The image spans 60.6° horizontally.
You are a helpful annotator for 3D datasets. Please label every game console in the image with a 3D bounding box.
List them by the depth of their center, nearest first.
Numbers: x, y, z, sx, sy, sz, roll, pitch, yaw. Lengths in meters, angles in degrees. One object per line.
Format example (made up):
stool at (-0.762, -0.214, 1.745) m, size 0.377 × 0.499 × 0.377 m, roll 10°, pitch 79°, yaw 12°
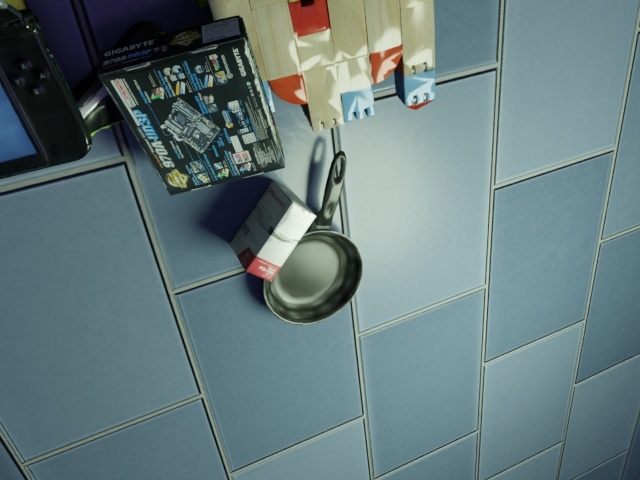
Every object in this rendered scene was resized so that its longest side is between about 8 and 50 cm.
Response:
game console at (-0.439, -0.143, 0.563) m, size 0.293 × 0.173 × 0.250 m, roll -13°, pitch 121°, yaw 4°

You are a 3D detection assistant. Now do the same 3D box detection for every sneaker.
sneaker at (-0.267, -0.182, 0.730) m, size 0.234 × 0.084 × 0.097 m, roll -46°, pitch 127°, yaw 3°

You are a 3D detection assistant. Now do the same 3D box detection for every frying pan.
frying pan at (-0.026, 0.012, 0.975) m, size 0.197 × 0.053 × 0.326 m, roll -21°, pitch 122°, yaw -14°

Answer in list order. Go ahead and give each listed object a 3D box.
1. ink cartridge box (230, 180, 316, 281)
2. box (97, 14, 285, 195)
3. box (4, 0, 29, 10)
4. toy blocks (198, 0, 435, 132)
ink cartridge box at (-0.080, -0.017, 0.902) m, size 0.056 × 0.099 × 0.135 m, roll 28°, pitch 102°, yaw -35°
box at (-0.154, -0.163, 0.712) m, size 0.175 × 0.051 × 0.220 m, roll -14°, pitch 143°, yaw 2°
box at (-0.390, -0.281, 0.630) m, size 0.087 × 0.058 × 0.232 m, roll -20°, pitch 124°, yaw -15°
toy blocks at (0.007, -0.280, 0.769) m, size 0.382 × 0.190 × 0.260 m, roll -16°, pitch 132°, yaw -5°
